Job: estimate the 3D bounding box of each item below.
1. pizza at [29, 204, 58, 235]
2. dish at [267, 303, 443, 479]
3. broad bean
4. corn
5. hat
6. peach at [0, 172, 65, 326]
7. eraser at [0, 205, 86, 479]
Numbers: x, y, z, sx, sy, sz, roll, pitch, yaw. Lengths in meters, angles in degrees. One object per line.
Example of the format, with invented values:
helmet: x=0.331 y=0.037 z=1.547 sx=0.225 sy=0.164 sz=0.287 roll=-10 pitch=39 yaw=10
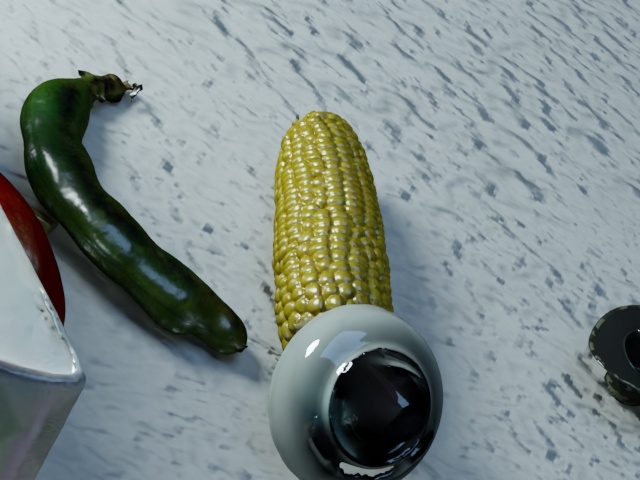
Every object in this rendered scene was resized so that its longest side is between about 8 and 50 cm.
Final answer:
pizza: x=-0.251 y=-0.003 z=1.345 sx=0.123 sy=0.026 sz=0.108 roll=16 pitch=46 yaw=-18
dish: x=0.042 y=0.118 z=1.313 sx=0.141 sy=0.078 sz=0.141 roll=-3 pitch=95 yaw=-29
broad bean: x=-0.154 y=-0.033 z=1.412 sx=0.144 sy=0.049 sz=0.292 roll=6 pitch=45 yaw=-41
corn: x=0.005 y=-0.001 z=1.451 sx=0.091 sy=0.091 sz=0.260 roll=-2 pitch=45 yaw=-4
hat: x=0.264 y=0.108 z=1.532 sx=0.121 sy=0.050 sz=0.121 roll=23 pitch=39 yaw=-20
peach: x=-0.275 y=0.037 z=1.150 sx=0.243 sy=0.199 sz=0.243 roll=15 pitch=23 yaw=-6
eraser: x=-0.255 y=0.108 z=0.957 sx=0.082 sy=0.397 sz=0.213 roll=-9 pitch=57 yaw=-37
